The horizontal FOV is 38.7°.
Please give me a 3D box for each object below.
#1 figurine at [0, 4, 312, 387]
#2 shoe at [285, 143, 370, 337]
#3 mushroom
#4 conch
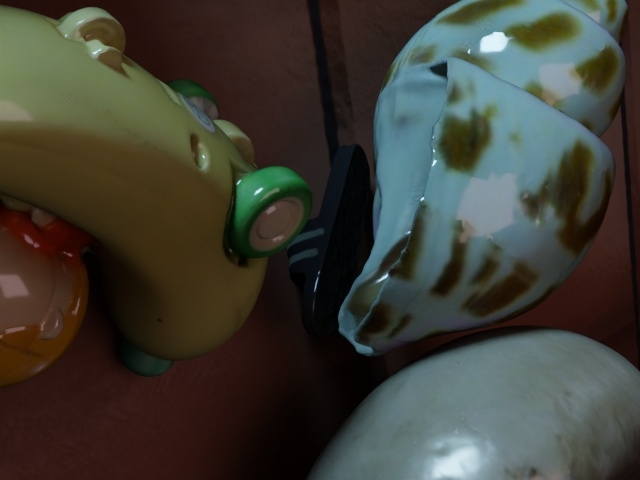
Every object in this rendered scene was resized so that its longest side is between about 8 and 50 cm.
[{"bbox_3d":[-0.146,-0.008,0.511,0.222,0.124,0.324,-46,149,6],"label":"figurine"},{"bbox_3d":[0.000,0.000,0.741,0.071,0.049,0.179,58,37,-49],"label":"shoe"},{"bbox_3d":[0.146,0.247,0.705,0.362,0.295,0.362,-30,139,-30],"label":"mushroom"},{"bbox_3d":[0.139,-0.077,0.727,0.249,0.197,0.367,70,30,-85],"label":"conch"}]
